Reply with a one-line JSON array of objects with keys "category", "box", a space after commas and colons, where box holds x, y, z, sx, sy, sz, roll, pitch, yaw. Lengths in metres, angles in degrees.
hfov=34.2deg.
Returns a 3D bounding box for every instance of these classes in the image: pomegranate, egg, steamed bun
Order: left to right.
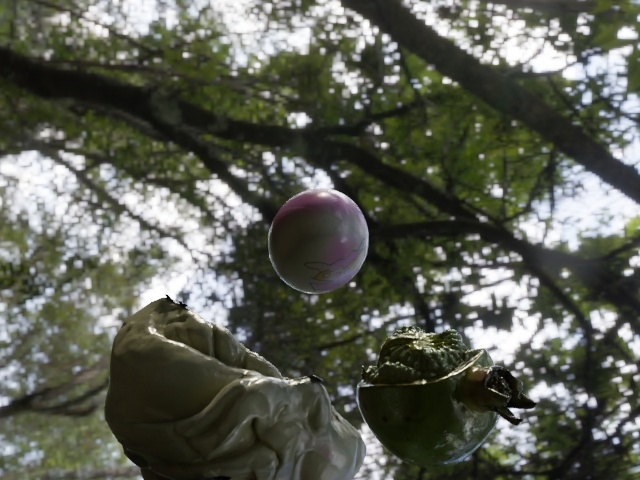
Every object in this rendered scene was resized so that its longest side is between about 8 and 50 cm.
[{"category": "steamed bun", "box": [-0.123, 0.233, 1.246, 0.320, 0.206, 0.275, 28, -22, 23]}, {"category": "egg", "box": [0.000, 0.000, 1.977, 0.271, 0.196, 0.196, 148, -67, -68]}, {"category": "pomegranate", "box": [0.218, 0.274, 1.821, 0.340, 0.260, 0.260, -3, -88, 51]}]
